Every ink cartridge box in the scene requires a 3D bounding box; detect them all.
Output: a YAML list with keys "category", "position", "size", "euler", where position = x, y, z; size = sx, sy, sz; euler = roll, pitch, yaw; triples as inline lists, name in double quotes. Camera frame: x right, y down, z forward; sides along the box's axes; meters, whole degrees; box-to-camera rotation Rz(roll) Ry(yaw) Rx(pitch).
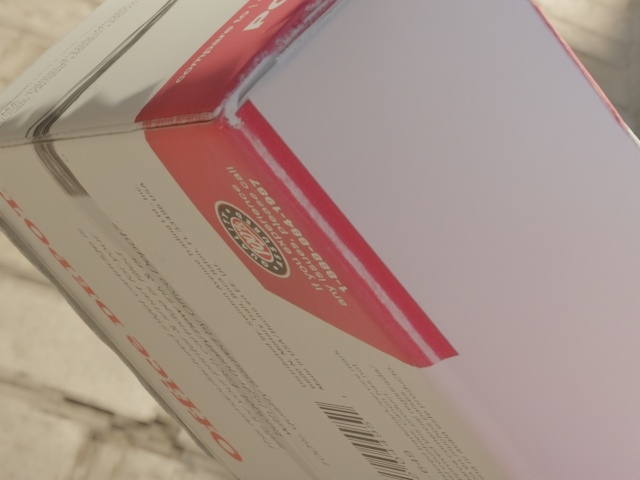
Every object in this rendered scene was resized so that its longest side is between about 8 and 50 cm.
- category: "ink cartridge box"
  position: [0.000, 0.000, 0.539]
  size: [0.158, 0.092, 0.218]
  euler: [51, -22, -19]
